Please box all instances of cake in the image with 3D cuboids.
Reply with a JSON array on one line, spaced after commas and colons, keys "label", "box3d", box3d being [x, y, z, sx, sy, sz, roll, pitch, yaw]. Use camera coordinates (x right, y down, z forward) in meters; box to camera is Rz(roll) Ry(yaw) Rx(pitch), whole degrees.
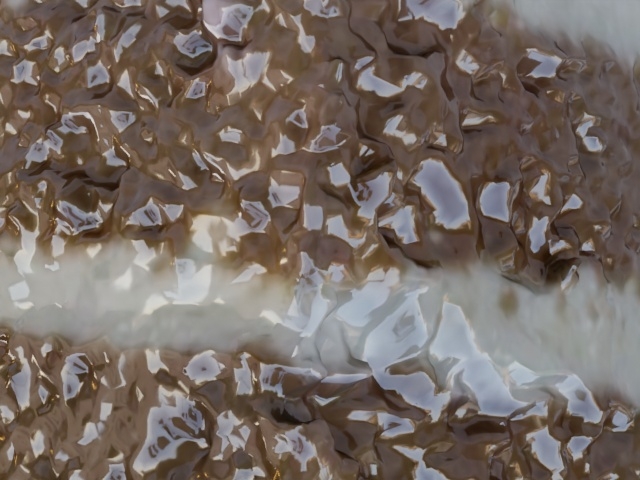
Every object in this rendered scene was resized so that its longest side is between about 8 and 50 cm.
[{"label": "cake", "box3d": [0.000, 0.000, 0.415, 0.135, 0.147, 0.135, 6, 176, 41]}]
